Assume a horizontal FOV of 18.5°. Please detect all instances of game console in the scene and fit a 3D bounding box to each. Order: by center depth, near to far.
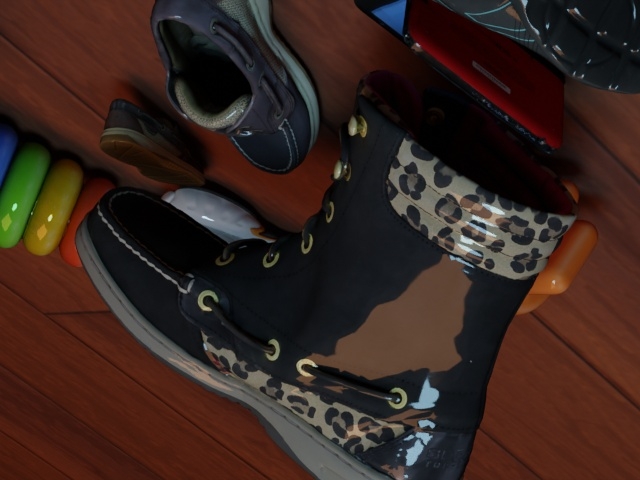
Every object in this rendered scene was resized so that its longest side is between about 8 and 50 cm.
[{"bbox_3d":[0.094,-0.118,1.384,0.144,0.124,0.085,34,128,-22],"label":"game console"}]

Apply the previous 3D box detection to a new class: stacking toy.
[{"bbox_3d":[-0.276,-0.045,1.860,0.330,0.141,0.141,20,157,-7],"label":"stacking toy"}]

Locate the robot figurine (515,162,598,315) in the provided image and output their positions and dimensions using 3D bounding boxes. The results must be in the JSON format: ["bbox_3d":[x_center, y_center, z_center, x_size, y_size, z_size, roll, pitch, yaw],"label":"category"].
[{"bbox_3d":[0.107,-0.004,1.548,0.219,0.128,0.158,3,173,40],"label":"robot figurine"}]

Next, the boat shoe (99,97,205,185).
[{"bbox_3d":[-0.141,-0.084,1.722,0.056,0.049,0.152,2,167,21],"label":"boat shoe"}]

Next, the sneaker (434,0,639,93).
[{"bbox_3d":[0.122,-0.180,1.246,0.267,0.101,0.106,26,-173,-19],"label":"sneaker"}]

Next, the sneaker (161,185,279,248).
[{"bbox_3d":[-0.043,0.055,1.816,0.262,0.121,0.099,22,157,-5],"label":"sneaker"}]

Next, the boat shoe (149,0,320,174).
[{"bbox_3d":[-0.074,-0.127,1.510,0.103,0.092,0.285,17,155,20],"label":"boat shoe"}]

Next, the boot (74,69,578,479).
[{"bbox_3d":[0.000,0.000,1.463,0.377,0.138,0.284,40,121,25],"label":"boot"}]
